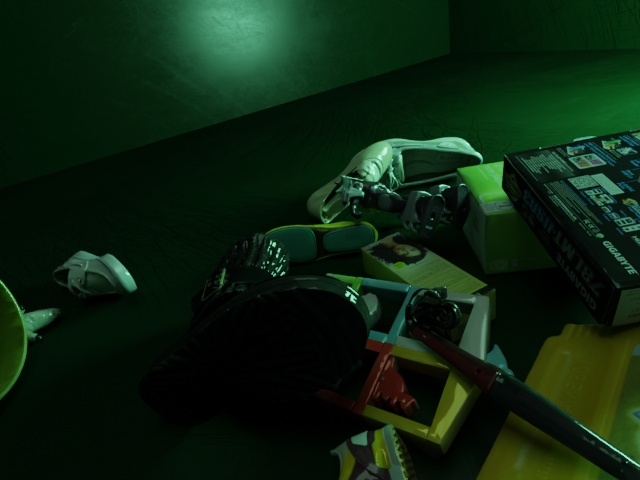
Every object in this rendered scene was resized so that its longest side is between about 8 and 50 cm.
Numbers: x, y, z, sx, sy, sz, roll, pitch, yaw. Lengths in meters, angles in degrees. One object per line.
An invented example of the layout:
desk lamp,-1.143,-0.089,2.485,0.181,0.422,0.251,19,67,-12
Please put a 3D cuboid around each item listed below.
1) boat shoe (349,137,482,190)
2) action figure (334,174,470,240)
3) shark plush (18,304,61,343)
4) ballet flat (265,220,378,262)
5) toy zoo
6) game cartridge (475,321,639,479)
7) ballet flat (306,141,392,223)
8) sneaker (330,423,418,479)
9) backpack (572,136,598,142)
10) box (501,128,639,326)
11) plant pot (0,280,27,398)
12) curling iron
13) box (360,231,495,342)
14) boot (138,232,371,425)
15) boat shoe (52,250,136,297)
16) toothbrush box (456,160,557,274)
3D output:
boat shoe,0.231,-0.189,1.041,0.321,0.118,0.103,-6,24,-3
action figure,0.137,-0.070,0.809,0.186,0.099,0.285,1,9,-30
shark plush,-0.578,0.178,0.791,0.161,0.073,0.067,-35,10,1
ballet flat,0.000,0.000,0.847,0.231,0.077,0.077,-6,8,6
toy zoo,0.087,0.136,0.529,0.294,0.030,0.192,6,48,37
game cartridge,0.310,0.159,0.324,0.285,0.052,0.324,-37,15,-38
ballet flat,0.079,-0.129,0.967,0.248,0.086,0.086,-41,30,4
sneaker,0.052,0.258,0.365,0.084,0.069,0.185,-25,26,11
backpack,0.582,-0.177,0.908,0.115,0.084,0.105,-15,29,-7
box,0.432,-0.045,0.530,0.294,0.073,0.295,-10,38,4
plant pot,-0.669,0.183,0.608,0.294,0.274,0.274,-25,28,7
curling iron,0.169,0.124,0.408,0.035,0.068,0.274,0,22,-26
box,0.161,0.062,0.671,0.088,0.058,0.232,-24,31,-18
boot,-0.072,0.078,0.561,0.348,0.131,0.260,-27,20,30
boat shoe,-0.471,0.083,0.864,0.258,0.095,0.084,1,34,43
toothbrush box,0.404,-0.059,0.730,0.284,0.122,0.206,-6,30,8
